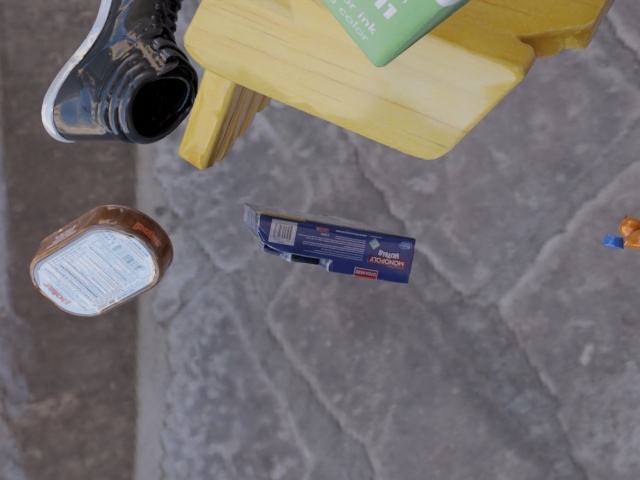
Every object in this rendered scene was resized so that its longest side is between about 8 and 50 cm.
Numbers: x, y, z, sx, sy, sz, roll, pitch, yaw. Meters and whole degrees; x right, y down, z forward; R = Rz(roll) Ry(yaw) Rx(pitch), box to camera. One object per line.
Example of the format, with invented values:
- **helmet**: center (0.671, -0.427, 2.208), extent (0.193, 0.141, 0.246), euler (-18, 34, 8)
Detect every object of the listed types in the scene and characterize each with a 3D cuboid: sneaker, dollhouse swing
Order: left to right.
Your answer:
- **sneaker**: center (-0.174, -0.223, 1.379), extent (0.147, 0.104, 0.296), euler (18, 73, 33)
- **dollhouse swing**: center (0.080, -0.181, 1.040), extent (0.315, 0.347, 0.305), euler (24, 143, 15)

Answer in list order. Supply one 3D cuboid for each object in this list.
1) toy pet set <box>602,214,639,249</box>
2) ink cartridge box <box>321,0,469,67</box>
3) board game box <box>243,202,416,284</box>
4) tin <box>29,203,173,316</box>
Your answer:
- **toy pet set**: center (0.270, -0.015, 0.835), extent (0.114, 0.122, 0.065), euler (179, 104, -77)
- **ink cartridge box**: center (0.115, -0.202, 0.371), extent (0.119, 0.207, 0.353), euler (52, 158, -3)
- **board game box**: center (0.000, 0.000, 1.578), extent (0.194, 0.194, 0.060), euler (-152, 72, -79)
- **tin**: center (-0.243, 0.025, 1.379), extent (0.189, 0.040, 0.106), euler (-27, 114, 39)
